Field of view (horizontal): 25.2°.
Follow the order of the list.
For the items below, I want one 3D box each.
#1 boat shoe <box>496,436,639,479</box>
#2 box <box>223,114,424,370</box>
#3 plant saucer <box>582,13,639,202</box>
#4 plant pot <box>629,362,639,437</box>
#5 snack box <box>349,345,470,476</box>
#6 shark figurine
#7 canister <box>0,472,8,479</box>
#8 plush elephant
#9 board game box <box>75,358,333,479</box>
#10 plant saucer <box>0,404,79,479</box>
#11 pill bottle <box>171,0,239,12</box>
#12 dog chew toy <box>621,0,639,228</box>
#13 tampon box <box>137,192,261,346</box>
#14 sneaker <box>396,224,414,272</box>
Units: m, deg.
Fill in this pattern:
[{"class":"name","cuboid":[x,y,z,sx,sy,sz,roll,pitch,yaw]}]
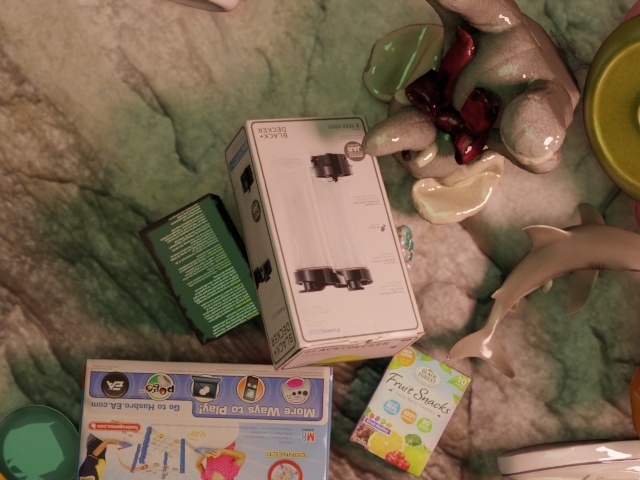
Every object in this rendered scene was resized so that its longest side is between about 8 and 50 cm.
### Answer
[{"class":"boat shoe","cuboid":[0.354,0.290,1.771,0.268,0.096,0.088,-3,85,-7]},{"class":"box","cuboid":[0.000,0.000,1.708,0.169,0.087,0.289,-6,70,-27]},{"class":"plant saucer","cuboid":[0.395,-0.142,1.618,0.241,0.037,0.240,14,111,38]},{"class":"plant pot","cuboid":[0.460,0.126,1.683,0.205,0.205,0.187,-12,110,1]},{"class":"snack box","cuboid":[0.112,0.211,1.801,0.100,0.037,0.141,28,90,0]},{"class":"shark figurine","cuboid":[0.262,0.034,1.753,0.278,0.116,0.166,-36,45,21]},{"class":"canister","cuboid":[-0.415,0.357,1.787,0.170,0.073,0.126,46,109,3]},{"class":"plush elephant","cuboid":[0.160,-0.162,1.707,0.255,0.330,0.271,-34,80,24]},{"class":"board game box","cuboid":[-0.141,0.303,1.744,0.308,0.086,0.301,2,74,2]},{"class":"plant saucer","cuboid":[-0.361,0.267,1.820,0.119,0.021,0.119,0,90,2]},{"class":"pill bottle","cuboid":[-0.140,-0.425,1.752,0.153,0.153,0.264,16,90,1]},{"class":"dog chew toy","cuboid":[0.452,-0.138,1.722,0.207,0.206,0.331,2,98,1]},{"class":"tampon box","cuboid":[-0.137,0.036,1.766,0.101,0.120,0.161,-28,89,1]},{"class":"sneaker","cuboid":[0.069,0.060,1.800,0.076,0.065,0.166,8,87,18]}]
